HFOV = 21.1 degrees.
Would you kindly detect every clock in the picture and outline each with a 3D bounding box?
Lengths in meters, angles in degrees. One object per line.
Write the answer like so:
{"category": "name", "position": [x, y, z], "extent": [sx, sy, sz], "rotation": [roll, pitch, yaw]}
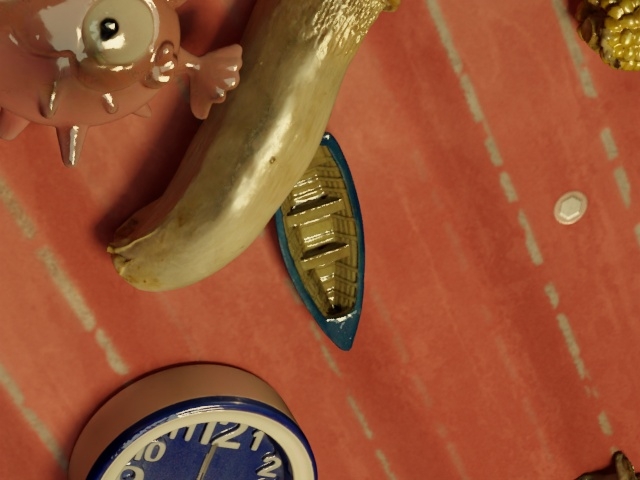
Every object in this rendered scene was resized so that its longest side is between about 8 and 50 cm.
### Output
{"category": "clock", "position": [-0.121, 0.230, 1.628], "extent": [0.230, 0.083, 0.230], "rotation": [-9, 120, -15]}

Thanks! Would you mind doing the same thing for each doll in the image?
{"category": "doll", "position": [-0.188, -0.162, 1.352], "extent": [0.262, 0.093, 0.211], "rotation": [22, 109, -19]}

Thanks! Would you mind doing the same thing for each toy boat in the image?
{"category": "toy boat", "position": [0.000, 0.000, 1.557], "extent": [0.080, 0.046, 0.229], "rotation": [-20, 125, -11]}

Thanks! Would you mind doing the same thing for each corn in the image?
{"category": "corn", "position": [0.365, -0.226, 1.533], "extent": [0.292, 0.101, 0.101], "rotation": [-18, 124, -12]}

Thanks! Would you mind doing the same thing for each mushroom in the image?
{"category": "mushroom", "position": [-0.057, -0.095, 1.440], "extent": [0.351, 0.123, 0.095], "rotation": [-55, 153, 15]}

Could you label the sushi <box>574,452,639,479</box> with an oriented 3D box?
{"category": "sushi", "position": [0.271, 0.338, 1.826], "extent": [0.273, 0.109, 0.134], "rotation": [-24, 126, -8]}
